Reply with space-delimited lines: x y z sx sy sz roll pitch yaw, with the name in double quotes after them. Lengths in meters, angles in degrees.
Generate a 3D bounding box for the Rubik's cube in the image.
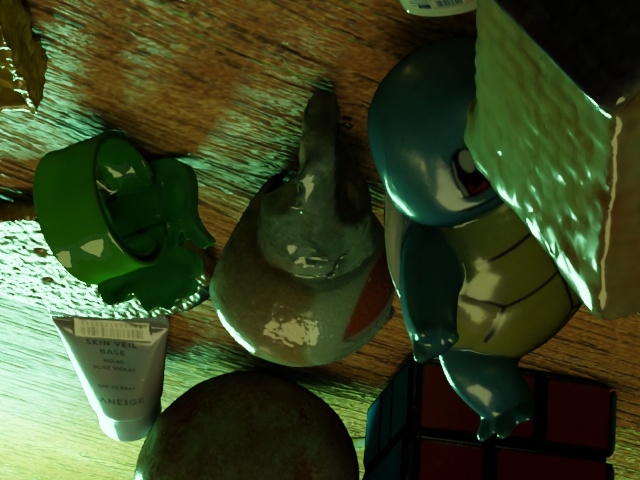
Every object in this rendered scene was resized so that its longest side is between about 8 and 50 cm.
0.211 0.334 2.042 0.293 0.283 0.288 10 157 -5 "Rubik's cube"

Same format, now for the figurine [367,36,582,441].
0.160 -0.001 1.312 0.298 0.243 0.416 -36 157 -11 "figurine"

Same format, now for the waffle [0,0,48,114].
-0.343 -0.180 1.220 0.219 0.057 0.229 5 157 5 "waffle"

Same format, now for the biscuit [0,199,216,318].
-0.263 0.020 1.722 0.305 0.038 0.305 5 157 2 "biscuit"

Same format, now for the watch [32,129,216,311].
-0.187 -0.016 1.441 0.131 0.165 0.152 -15 170 21 "watch"

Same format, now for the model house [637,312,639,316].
0.379 0.068 1.552 0.248 0.181 0.176 34 113 0 "model house"

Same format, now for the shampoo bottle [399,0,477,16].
0.074 -0.197 1.071 0.072 0.043 0.099 -4 155 23 "shampoo bottle"

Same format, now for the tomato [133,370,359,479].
-0.098 0.332 2.086 0.282 0.317 0.316 27 176 42 "tomato"

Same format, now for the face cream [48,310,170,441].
-0.262 0.163 2.035 0.154 0.096 0.274 7 145 6 "face cream"

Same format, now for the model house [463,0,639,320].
0.259 -0.146 0.946 0.312 0.245 0.280 -17 132 -10 "model house"

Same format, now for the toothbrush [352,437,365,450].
0.143 0.304 2.334 0.288 0.021 0.024 -5 144 27 "toothbrush"

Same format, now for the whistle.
0.000 0.000 1.425 0.189 0.189 0.348 9 146 -5 "whistle"
